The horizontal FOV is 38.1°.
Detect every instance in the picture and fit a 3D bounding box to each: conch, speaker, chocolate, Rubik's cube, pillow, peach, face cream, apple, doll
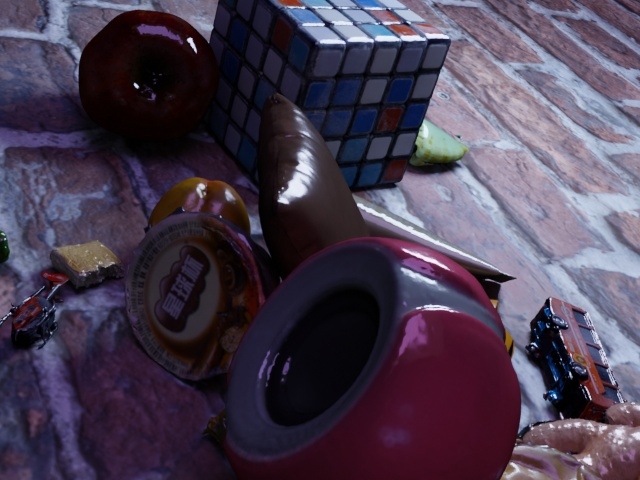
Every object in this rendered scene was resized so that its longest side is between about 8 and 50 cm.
[{"bbox_3d":[0.210,-0.173,1.719,0.170,0.079,0.105,10,48,-24],"label":"conch"},{"bbox_3d":[0.046,0.138,0.888,0.294,0.294,0.294,12,33,-8],"label":"speaker"},{"bbox_3d":[-0.115,0.063,1.136,0.221,0.221,0.147,35,20,24],"label":"chocolate"},{"bbox_3d":[-0.006,-0.273,1.560,0.287,0.293,0.292,-10,40,-36],"label":"Rubik's cube"},{"bbox_3d":[0.000,0.000,1.190,0.108,0.308,0.305,-21,31,10],"label":"pillow"},{"bbox_3d":[-0.164,-0.020,1.260,0.138,0.138,0.138,12,33,-8],"label":"peach"},{"bbox_3d":[0.124,0.001,1.400,0.341,0.084,0.137,20,-5,4],"label":"face cream"},{"bbox_3d":[-0.275,-0.266,1.503,0.234,0.234,0.234,12,33,-8],"label":"apple"},{"bbox_3d":[0.386,0.286,1.094,0.303,0.156,0.201,-2,35,23],"label":"doll"}]

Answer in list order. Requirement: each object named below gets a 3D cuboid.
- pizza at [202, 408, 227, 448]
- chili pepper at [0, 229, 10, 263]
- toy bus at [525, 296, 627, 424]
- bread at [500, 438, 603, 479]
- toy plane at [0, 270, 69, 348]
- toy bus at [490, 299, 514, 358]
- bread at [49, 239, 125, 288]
[{"bbox_3d":[-0.030,0.215,1.038,0.197,0.058,0.292,15,33,-5],"label":"pizza"},{"bbox_3d":[-0.480,0.003,1.150,0.182,0.050,0.073,15,40,1],"label":"chili pepper"},{"bbox_3d":[0.352,0.173,1.273,0.096,0.073,0.235,17,31,-15],"label":"toy bus"},{"bbox_3d":[0.204,0.320,0.921,0.240,0.139,0.240,10,36,-8],"label":"bread"},{"bbox_3d":[-0.341,0.083,1.109,0.060,0.037,0.145,12,36,9],"label":"toy plane"},{"bbox_3d":[0.177,0.108,1.266,0.194,0.088,0.083,24,32,10],"label":"toy bus"},{"bbox_3d":[-0.304,0.029,1.207,0.070,0.035,0.083,35,30,24],"label":"bread"}]
